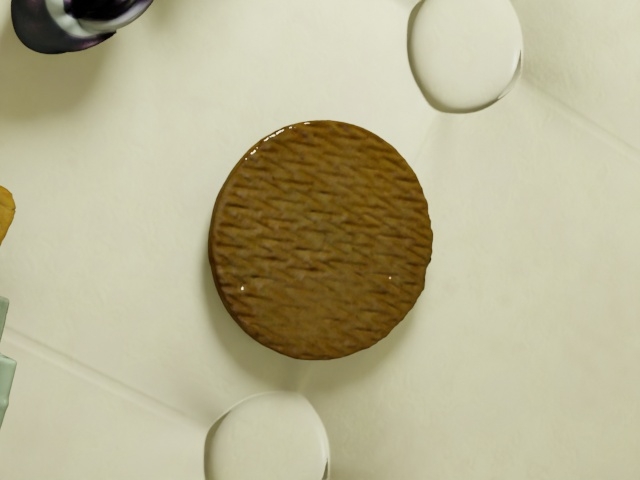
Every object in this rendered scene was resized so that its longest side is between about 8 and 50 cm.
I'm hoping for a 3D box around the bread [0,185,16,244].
[{"bbox_3d":[-0.423,-0.045,1.863,0.271,0.077,0.139,24,80,-28],"label":"bread"}]

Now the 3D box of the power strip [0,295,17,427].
[{"bbox_3d":[-0.405,0.093,1.799,0.261,0.229,0.141,17,86,-26],"label":"power strip"}]

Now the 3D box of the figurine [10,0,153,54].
[{"bbox_3d":[-0.214,-0.270,1.929,0.222,0.145,0.145,-40,111,-29],"label":"figurine"}]

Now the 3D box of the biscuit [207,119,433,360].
[{"bbox_3d":[0.000,0.000,2.098,0.262,0.037,0.262,-2,96,-26],"label":"biscuit"}]
